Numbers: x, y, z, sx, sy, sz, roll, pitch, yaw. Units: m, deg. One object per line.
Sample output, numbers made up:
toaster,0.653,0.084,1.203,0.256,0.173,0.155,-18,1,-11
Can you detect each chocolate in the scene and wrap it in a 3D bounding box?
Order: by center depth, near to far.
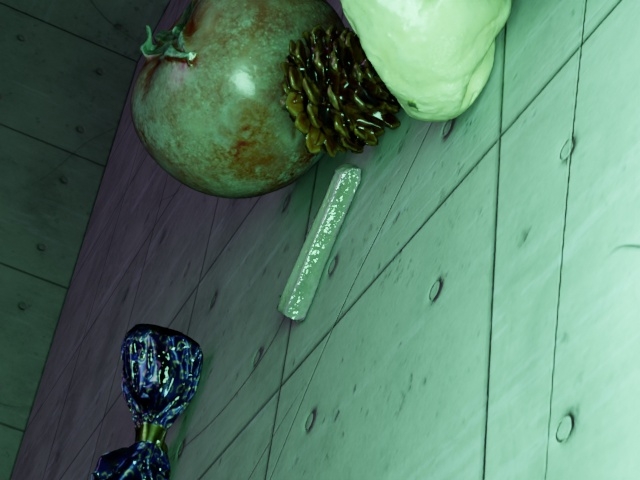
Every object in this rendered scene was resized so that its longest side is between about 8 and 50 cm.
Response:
chocolate,-0.259,0.300,2.012,0.148,0.126,0.343,62,-145,-57

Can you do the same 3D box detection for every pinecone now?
pinecone,0.034,-0.181,1.604,0.173,0.174,0.173,-58,18,31

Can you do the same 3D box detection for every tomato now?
tomato,-0.109,-0.211,1.859,0.316,0.283,0.316,-47,18,20

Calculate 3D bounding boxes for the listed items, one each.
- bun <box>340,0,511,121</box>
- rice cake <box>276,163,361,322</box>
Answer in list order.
bun,0.100,-0.259,1.385,0.160,0.259,0.259,-29,27,13
rice cake,0.000,0.000,1.679,0.047,0.036,0.206,19,86,63
